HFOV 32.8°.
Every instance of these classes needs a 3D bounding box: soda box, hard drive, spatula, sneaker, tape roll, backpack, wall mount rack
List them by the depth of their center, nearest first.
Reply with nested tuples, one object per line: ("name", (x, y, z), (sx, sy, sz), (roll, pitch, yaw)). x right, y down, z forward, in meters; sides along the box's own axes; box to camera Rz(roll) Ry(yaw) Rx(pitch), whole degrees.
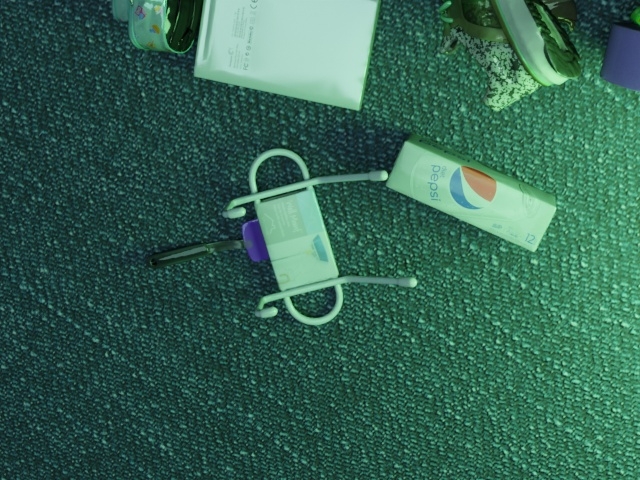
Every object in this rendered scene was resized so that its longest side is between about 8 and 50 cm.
("tape roll", (0.582, -0.272, 1.695), (0.275, 0.275, 0.090), (12, 106, 8))
("sneaker", (0.239, -0.384, 1.753), (0.182, 0.158, 0.410), (-37, 68, 27))
("sneaker", (0.337, -0.362, 1.830), (0.188, 0.066, 0.071), (-14, 103, 15))
("backpack", (-0.279, -0.419, 1.887), (0.145, 0.166, 0.188), (2, 102, 13))
("soda box", (0.265, -0.087, 1.906), (0.286, 0.098, 0.091), (25, 109, 5))
("hard drive", (-0.061, -0.361, 1.925), (0.308, 0.040, 0.203), (13, 108, 8))
("wall mount rack", (0.000, 0.000, 1.965), (0.304, 0.130, 0.350), (-14, 106, 8))
("spatula", (-0.194, 0.014, 2.062), (0.297, 0.030, 0.084), (-12, 105, 14))

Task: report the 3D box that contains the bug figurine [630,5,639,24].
("bug figurine", (0.599, -0.417, 1.716), (0.216, 0.072, 0.279), (-2, 66, 16))
